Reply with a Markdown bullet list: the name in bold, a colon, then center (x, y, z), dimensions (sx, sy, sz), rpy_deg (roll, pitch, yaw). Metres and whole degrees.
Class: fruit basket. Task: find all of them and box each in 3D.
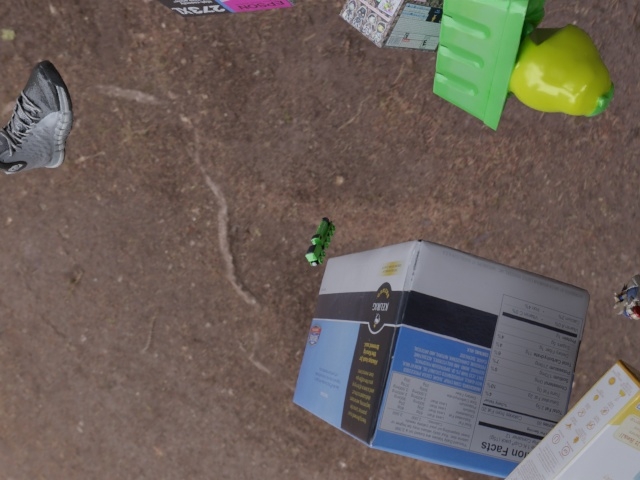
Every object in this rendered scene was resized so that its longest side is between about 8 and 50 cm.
- **fruit basket**: center (0.431, -0.401, 1.431), dimensions (0.391, 0.283, 0.392), rpy_deg (19, 152, 11)

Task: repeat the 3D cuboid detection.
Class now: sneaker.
- **sneaker**: center (-0.463, -0.172, 1.080), dimensions (0.086, 0.132, 0.229), rpy_deg (51, 144, 16)

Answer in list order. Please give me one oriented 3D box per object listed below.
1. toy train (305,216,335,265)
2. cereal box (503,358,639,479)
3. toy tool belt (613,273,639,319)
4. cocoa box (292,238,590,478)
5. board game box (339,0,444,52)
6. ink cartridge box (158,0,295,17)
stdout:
- **toy train**: center (0.000, 0.000, 0.861), dimensions (0.017, 0.083, 0.024), rpy_deg (-17, 120, 28)
- **cereal box**: center (0.241, 0.234, 0.600), dimensions (0.173, 0.047, 0.240), rpy_deg (30, 107, -19)
- **toy tool belt**: center (0.470, 0.094, 1.056), dimensions (0.052, 0.083, 0.051), rpy_deg (36, 142, -2)
- **cocoa box**: center (0.131, 0.148, 0.902), dimensions (0.231, 0.228, 0.347), rpy_deg (16, 171, -14)
- **board game box**: center (0.215, -0.575, 1.513), dimensions (0.141, 0.232, 0.291), rpy_deg (45, 124, 25)
- **ink cartridge box**: center (-0.148, -0.347, 0.875), dimensions (0.175, 0.371, 0.069), rpy_deg (1, 91, 19)
